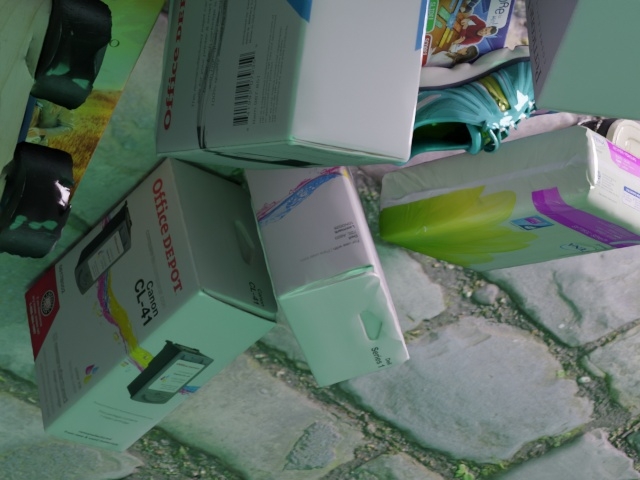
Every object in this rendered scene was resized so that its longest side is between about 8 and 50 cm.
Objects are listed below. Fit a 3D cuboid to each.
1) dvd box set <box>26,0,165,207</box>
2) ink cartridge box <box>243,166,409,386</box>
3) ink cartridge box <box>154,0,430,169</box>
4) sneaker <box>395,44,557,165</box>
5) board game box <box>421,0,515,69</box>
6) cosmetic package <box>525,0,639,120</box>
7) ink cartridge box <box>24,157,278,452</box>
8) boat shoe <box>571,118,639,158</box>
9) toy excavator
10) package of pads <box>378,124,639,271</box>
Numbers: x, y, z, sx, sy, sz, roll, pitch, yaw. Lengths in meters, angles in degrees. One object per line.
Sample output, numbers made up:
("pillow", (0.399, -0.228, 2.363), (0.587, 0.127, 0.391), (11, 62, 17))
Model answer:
("dvd box set", (-0.355, -0.189, 1.443), (0.308, 0.062, 0.420), (9, 136, -28))
("ink cartridge box", (0.000, 0.000, 1.615), (0.117, 0.278, 0.201), (-19, 141, 3))
("ink cartridge box", (-0.033, -0.185, 1.315), (0.129, 0.223, 0.307), (8, 177, -29))
("sneaker", (0.189, -0.144, 1.584), (0.275, 0.110, 0.107), (-13, 143, -3))
("board game box", (0.147, -0.253, 1.553), (0.136, 0.035, 0.201), (-6, 141, -11))
("cosmetic package", (0.329, -0.345, 1.305), (0.162, 0.230, 0.453), (5, 142, -6))
("ink cartridge box", (-0.214, 0.081, 1.685), (0.131, 0.226, 0.306), (22, 127, -39))
("boat shoe", (0.406, -0.103, 1.806), (0.079, 0.084, 0.233), (5, 166, 41))
("toy excavator", (-0.417, -0.078, 1.355), (0.222, 0.445, 0.432), (14, 92, -30))
("package of pads", (0.253, -0.044, 1.691), (0.297, 0.101, 0.229), (-11, 161, 36))
